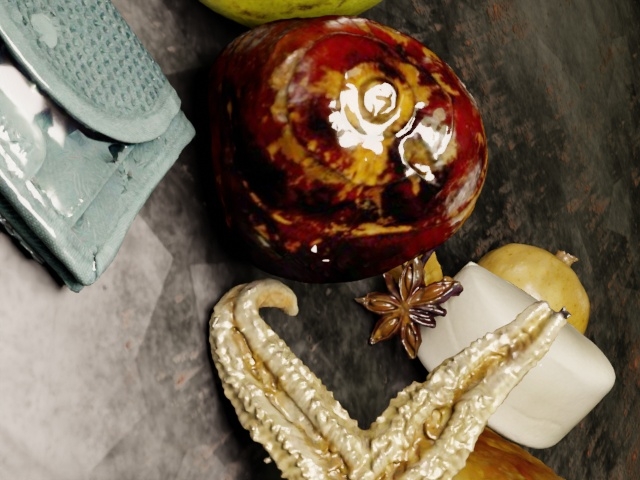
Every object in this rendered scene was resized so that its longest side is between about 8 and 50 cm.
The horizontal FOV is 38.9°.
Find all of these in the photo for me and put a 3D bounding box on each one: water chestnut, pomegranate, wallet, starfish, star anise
[{"bbox_3d":[0.022,-0.095,0.897,0.289,0.289,0.244,48,23,-35],"label":"water chestnut"},{"bbox_3d":[0.300,0.086,1.295,0.196,0.196,0.196,23,61,-49],"label":"pomegranate"},{"bbox_3d":[-0.236,-0.156,0.718,0.342,0.075,0.237,55,37,-28],"label":"wallet"},{"bbox_3d":[0.088,0.193,0.835,0.082,0.432,0.324,88,14,-64],"label":"starfish"},{"bbox_3d":[0.122,0.051,1.088,0.097,0.191,0.070,38,12,15],"label":"star anise"}]

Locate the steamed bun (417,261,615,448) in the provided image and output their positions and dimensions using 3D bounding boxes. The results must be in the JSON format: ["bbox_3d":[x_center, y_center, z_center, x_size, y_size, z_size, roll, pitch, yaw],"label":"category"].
[{"bbox_3d":[0.240,0.152,1.134,0.241,0.146,0.164,34,20,-10],"label":"steamed bun"}]

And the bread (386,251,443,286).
[{"bbox_3d":[0.112,0.014,1.161,0.074,0.053,0.132,-21,94,-55],"label":"bread"}]

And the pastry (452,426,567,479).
[{"bbox_3d":[0.192,0.299,0.986,0.329,0.329,0.136,17,105,-51],"label":"pastry"}]

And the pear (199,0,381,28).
[{"bbox_3d":[-0.016,-0.348,0.943,0.307,0.253,0.253,-37,109,-45],"label":"pear"}]
